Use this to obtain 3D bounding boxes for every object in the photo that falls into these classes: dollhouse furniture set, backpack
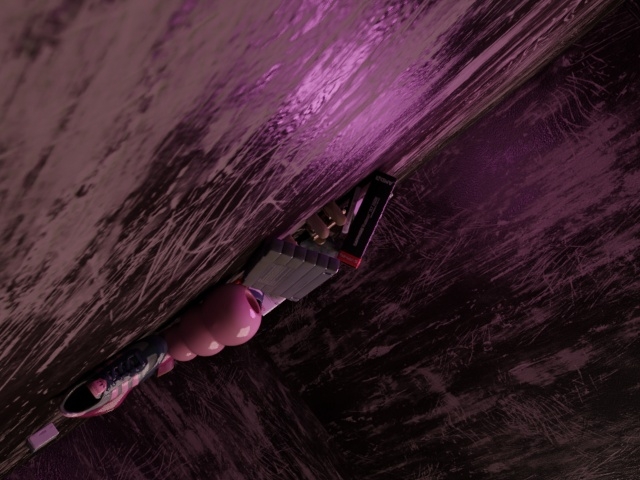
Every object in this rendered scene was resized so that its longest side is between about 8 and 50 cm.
[{"bbox_3d":[0.000,0.000,1.546,0.242,0.161,0.212,-37,176,-7],"label":"dollhouse furniture set"},{"bbox_3d":[-0.005,0.035,1.786,0.152,0.182,0.115,-35,176,-26],"label":"backpack"}]

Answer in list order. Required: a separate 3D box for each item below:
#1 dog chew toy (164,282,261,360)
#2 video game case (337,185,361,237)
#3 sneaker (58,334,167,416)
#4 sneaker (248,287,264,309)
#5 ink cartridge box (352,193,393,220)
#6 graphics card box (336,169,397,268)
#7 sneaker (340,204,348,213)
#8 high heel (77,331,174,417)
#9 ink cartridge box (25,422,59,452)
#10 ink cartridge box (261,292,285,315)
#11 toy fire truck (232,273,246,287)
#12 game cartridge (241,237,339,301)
[{"bbox_3d":[-0.366,0.282,1.394,0.332,0.206,0.206,-29,177,3],"label":"dog chew toy"},{"bbox_3d":[0.112,-0.103,1.666,0.201,0.023,0.183,112,-4,-83],"label":"video game case"},{"bbox_3d":[-0.586,0.393,1.207,0.319,0.112,0.131,-38,180,-7],"label":"sneaker"},{"bbox_3d":[-0.302,0.253,1.937,0.131,0.148,0.350,-40,176,28],"label":"sneaker"},{"bbox_3d":[0.253,-0.188,2.192,0.220,0.092,0.160,-37,176,-4],"label":"ink cartridge box"},{"bbox_3d":[0.183,-0.080,1.666,0.370,0.094,0.233,-65,174,5],"label":"graphics card box"},{"bbox_3d":[0.124,-0.147,1.939,0.083,0.031,0.035,-35,175,-37],"label":"sneaker"},{"bbox_3d":[-0.665,0.439,1.433,0.377,0.127,0.181,-28,142,-46],"label":"high heel"},{"bbox_3d":[-1.062,0.754,1.615,0.089,0.052,0.122,-34,174,-45],"label":"ink cartridge box"},{"bbox_3d":[-0.263,0.263,2.248,0.237,0.171,0.100,-37,176,-14],"label":"ink cartridge box"},{"bbox_3d":[-0.322,0.178,1.584,0.192,0.047,0.135,-39,175,18],"label":"toy fire truck"},{"bbox_3d":[-0.115,0.103,1.397,0.355,0.231,0.068,-43,-152,57],"label":"game cartridge"}]
